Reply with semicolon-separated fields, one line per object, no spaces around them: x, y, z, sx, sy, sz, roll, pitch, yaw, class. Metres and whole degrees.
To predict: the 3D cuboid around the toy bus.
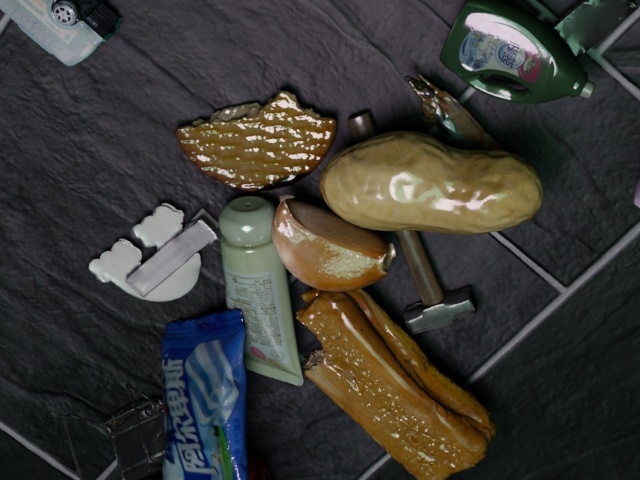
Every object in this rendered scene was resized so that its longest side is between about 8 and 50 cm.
-0.407;-0.360;1.739;0.261;0.091;0.109;42;124;-12;toy bus

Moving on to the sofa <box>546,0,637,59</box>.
0.370;-0.304;1.695;0.060;0.039;0.118;43;113;-16;sofa

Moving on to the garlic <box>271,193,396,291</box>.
-0.003;0.009;1.833;0.206;0.128;0.115;26;98;-20;garlic

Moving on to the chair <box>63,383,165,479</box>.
-0.295;0.340;2.062;0.140;0.221;0.145;-27;67;19;chair

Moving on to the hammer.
0.125;-0.027;1.861;0.111;0.043;0.365;-18;111;16;hammer

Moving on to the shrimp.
0.179;-0.133;1.796;0.143;0.052;0.251;-29;110;22;shrimp

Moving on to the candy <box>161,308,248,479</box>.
-0.181;0.278;1.913;0.187;0.077;0.331;-11;76;39;candy

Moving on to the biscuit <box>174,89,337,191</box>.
-0.099;-0.154;1.831;0.228;0.031;0.176;19;116;0;biscuit

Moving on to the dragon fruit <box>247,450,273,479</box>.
-0.177;0.433;2.025;0.205;0.317;0.152;-9;72;1;dragon fruit

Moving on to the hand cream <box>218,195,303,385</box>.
-0.098;0.082;1.910;0.147;0.093;0.306;14;121;31;hand cream

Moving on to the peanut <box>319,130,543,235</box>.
0.152;-0.080;1.732;0.318;0.147;0.148;5;117;16;peanut

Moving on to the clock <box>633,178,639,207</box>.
0.550;-0.149;1.690;0.188;0.189;0.254;14;109;0;clock

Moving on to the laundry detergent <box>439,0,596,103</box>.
0.275;-0.245;1.701;0.211;0.063;0.137;28;130;3;laundry detergent

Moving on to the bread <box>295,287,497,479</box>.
0.100;0.222;1.949;0.380;0.109;0.185;45;134;-11;bread

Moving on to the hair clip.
-0.246;0.028;1.930;0.220;0.054;0.140;-38;111;24;hair clip
